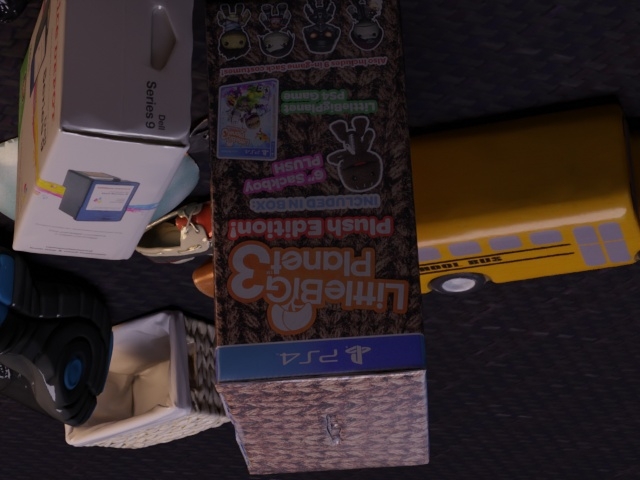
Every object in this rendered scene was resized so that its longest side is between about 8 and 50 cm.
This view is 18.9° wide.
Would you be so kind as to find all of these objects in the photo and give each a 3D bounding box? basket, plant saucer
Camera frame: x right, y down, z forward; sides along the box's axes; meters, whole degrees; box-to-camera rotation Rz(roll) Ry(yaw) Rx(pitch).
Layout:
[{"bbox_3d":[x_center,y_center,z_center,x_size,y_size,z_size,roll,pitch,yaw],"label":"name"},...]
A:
[{"bbox_3d":[-0.176,0.151,2.007,0.167,0.113,0.103,-20,155,37],"label":"basket"},{"bbox_3d":[-0.199,-0.039,1.632,0.195,0.037,0.195,-2,158,-1],"label":"plant saucer"}]

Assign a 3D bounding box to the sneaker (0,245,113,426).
[{"bbox_3d":[-0.307,0.080,1.845,0.140,0.125,0.341,8,159,22],"label":"sneaker"}]

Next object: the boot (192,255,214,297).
[{"bbox_3d":[-0.047,0.016,1.722,0.152,0.073,0.197,-10,165,18],"label":"boot"}]

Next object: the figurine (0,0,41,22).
[{"bbox_3d":[-0.256,-0.183,1.164,0.209,0.092,0.215,-1,169,-16],"label":"figurine"}]

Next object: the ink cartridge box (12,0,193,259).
[{"bbox_3d":[-0.153,-0.096,1.335,0.093,0.154,0.212,6,158,-17],"label":"ink cartridge box"}]

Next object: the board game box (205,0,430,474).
[{"bbox_3d":[0.000,0.000,1.414,0.141,0.291,0.232,-4,159,2],"label":"board game box"}]

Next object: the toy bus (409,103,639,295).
[{"bbox_3d":[0.165,-0.034,1.600,0.333,0.108,0.130,-9,156,15],"label":"toy bus"}]

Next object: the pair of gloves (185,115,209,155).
[{"bbox_3d":[-0.122,-0.086,1.545,0.083,0.010,0.074,13,143,-39],"label":"pair of gloves"}]

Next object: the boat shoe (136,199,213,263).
[{"bbox_3d":[-0.113,-0.011,1.704,0.043,0.049,0.137,17,155,-37],"label":"boat shoe"}]
